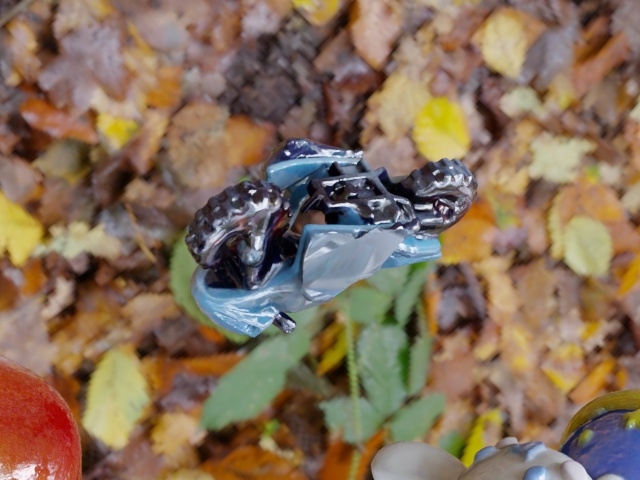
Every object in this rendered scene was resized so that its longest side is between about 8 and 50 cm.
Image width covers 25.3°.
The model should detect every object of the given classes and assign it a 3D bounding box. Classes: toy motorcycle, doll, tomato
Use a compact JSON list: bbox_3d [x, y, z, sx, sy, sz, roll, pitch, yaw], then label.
[{"bbox_3d":[0.000,0.000,1.738,0.416,0.172,0.232,-11,143,-37],"label":"toy motorcycle"},{"bbox_3d":[0.188,0.211,1.100,0.243,0.311,0.159,-27,111,-38],"label":"doll"},{"bbox_3d":[-0.377,0.224,1.458,0.298,0.299,0.226,80,30,-51],"label":"tomato"}]
